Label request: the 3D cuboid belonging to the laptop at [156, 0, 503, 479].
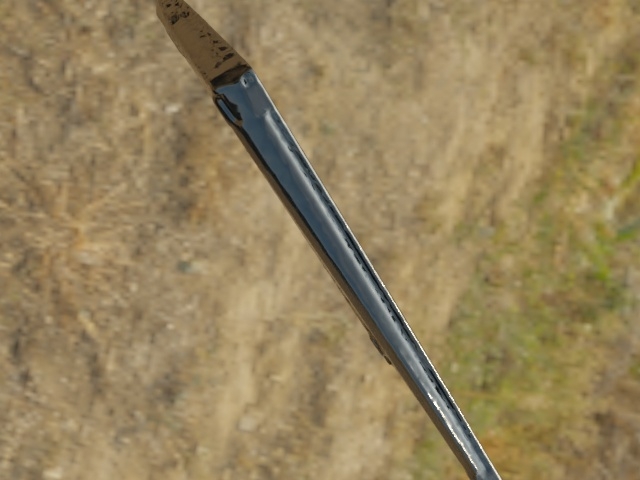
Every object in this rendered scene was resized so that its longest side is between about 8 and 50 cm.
[{"bbox_3d":[0.000,0.000,0.630,0.016,0.135,0.197,-33,115,-2],"label":"laptop"}]
